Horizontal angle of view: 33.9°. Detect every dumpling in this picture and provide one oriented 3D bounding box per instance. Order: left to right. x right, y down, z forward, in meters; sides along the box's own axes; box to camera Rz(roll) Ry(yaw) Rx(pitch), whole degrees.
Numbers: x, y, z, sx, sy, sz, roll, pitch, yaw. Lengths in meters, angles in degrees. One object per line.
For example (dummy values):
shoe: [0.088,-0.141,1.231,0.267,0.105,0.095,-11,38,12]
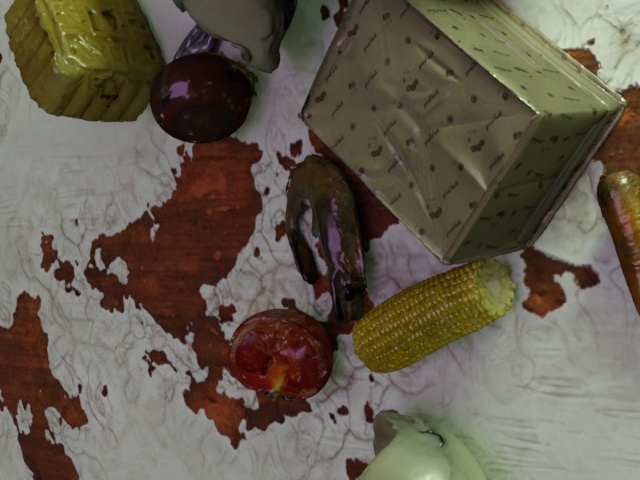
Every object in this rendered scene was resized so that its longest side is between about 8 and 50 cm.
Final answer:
dumpling: [-0.103,-0.382,1.473,0.163,0.204,0.293,-12,111,35]
dumpling: [0.123,0.366,1.366,0.175,0.243,0.227,17,127,2]

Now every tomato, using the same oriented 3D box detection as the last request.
tomato: [-0.050,0.162,1.571,0.159,0.091,0.139,10,114,15]

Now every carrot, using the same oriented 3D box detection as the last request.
carrot: [0.359,0.010,1.177,0.060,0.060,0.186,-20,87,44]

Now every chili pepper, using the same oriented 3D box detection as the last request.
chili pepper: [-0.197,-0.308,1.681,0.050,0.041,0.153,33,128,-13]

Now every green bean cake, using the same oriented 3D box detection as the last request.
green bean cake: [-0.386,-0.319,1.738,0.131,0.224,0.229,-41,64,39]

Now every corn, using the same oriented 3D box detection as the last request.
corn: [0.140,0.100,1.375,0.244,0.093,0.093,-35,72,40]

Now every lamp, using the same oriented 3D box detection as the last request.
lamp: [-0.184,-0.225,1.612,0.156,0.157,0.135,121,143,-48]

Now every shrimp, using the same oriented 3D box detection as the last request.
shrimp: [-0.001,0.000,1.527,0.173,0.058,0.253,-14,83,52]

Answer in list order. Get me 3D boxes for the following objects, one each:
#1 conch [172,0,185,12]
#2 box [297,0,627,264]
conch: [-0.212,-0.457,1.615,0.131,0.200,0.172,-36,82,0]
box: [0.158,-0.156,1.259,0.297,0.190,0.225,48,127,29]
